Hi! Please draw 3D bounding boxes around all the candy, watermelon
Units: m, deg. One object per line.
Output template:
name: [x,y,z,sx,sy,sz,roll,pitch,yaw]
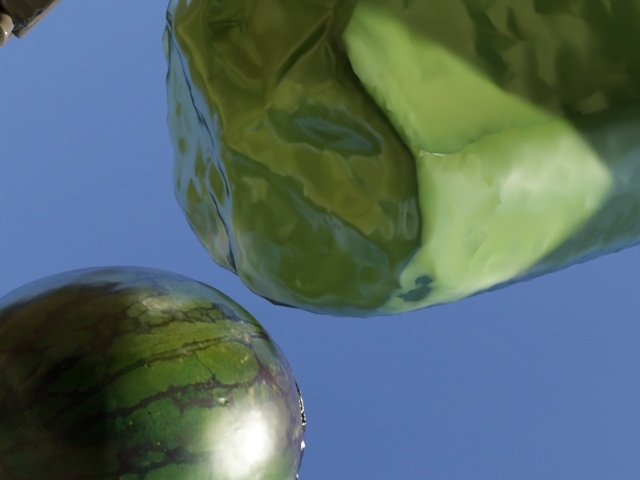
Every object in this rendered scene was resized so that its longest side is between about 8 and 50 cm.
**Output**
candy: [0.104,-0.064,0.529,0.343,0.132,0.142,-15,-172,-38]
watermelon: [-0.191,0.185,1.268,0.363,0.363,0.363,-12,-132,13]

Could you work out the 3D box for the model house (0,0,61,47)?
model house: [-0.255,-0.167,0.925,0.229,0.122,0.188,-35,-165,15]
